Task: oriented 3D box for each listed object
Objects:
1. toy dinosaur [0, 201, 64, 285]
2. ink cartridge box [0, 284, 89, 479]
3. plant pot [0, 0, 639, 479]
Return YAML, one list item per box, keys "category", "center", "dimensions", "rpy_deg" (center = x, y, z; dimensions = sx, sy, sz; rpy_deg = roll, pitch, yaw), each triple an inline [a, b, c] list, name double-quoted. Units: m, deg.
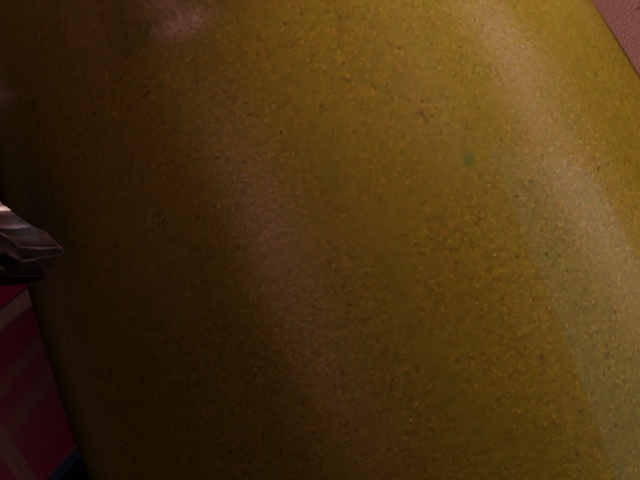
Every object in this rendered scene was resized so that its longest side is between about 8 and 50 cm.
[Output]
- category: "toy dinosaur"
  center: [-0.218, 0.032, 0.329]
  dimensions: [0.218, 0.164, 0.322]
  rpy_deg: [-50, 161, -35]
- category: "ink cartridge box"
  center: [-0.115, 0.067, 0.635]
  dimensions: [0.371, 0.069, 0.175]
  rpy_deg: [-51, 133, -51]
- category: "plant pot"
  center: [0.015, -0.003, 0.490]
  dimensions: [0.353, 0.366, 0.366]
  rpy_deg: [65, 30, -19]
